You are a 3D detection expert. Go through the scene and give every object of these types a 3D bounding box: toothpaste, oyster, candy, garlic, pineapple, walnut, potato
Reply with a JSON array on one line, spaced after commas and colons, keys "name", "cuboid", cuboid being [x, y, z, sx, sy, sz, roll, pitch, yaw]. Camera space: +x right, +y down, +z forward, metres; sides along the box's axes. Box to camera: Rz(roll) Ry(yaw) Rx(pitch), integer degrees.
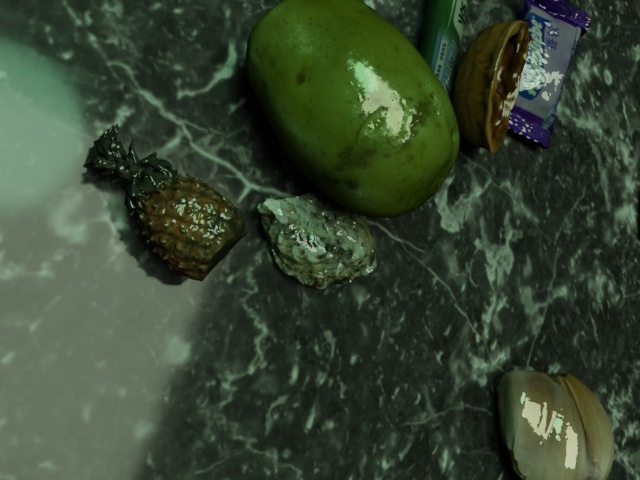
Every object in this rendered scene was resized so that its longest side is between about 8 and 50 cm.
[{"name": "toothpaste", "cuboid": [0.183, -0.291, 0.950, 0.099, 0.061, 0.391, 30, 68, -52]}, {"name": "oyster", "cuboid": [0.000, 0.000, 0.807, 0.177, 0.064, 0.124, -1, 80, -32]}, {"name": "candy", "cuboid": [0.380, -0.304, 1.063, 0.145, 0.070, 0.275, 24, 82, -18]}, {"name": "garlic", "cuboid": [0.380, 0.319, 0.960, 0.217, 0.110, 0.227, 7, 80, -33]}, {"name": "pineapple", "cuboid": [-0.181, -0.046, 0.693, 0.198, 0.108, 0.108, 41, 65, -6]}, {"name": "walnut", "cuboid": [0.253, -0.243, 0.950, 0.167, 0.087, 0.211, 25, 81, -65]}, {"name": "potato", "cuboid": [0.044, -0.168, 0.771, 0.216, 0.216, 0.304, -38, 103, -28]}]

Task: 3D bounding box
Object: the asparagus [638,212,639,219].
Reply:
[{"name": "asparagus", "cuboid": [0.640, -0.048, 1.208, 0.025, 0.021, 0.108, 16, 75, -29]}]
